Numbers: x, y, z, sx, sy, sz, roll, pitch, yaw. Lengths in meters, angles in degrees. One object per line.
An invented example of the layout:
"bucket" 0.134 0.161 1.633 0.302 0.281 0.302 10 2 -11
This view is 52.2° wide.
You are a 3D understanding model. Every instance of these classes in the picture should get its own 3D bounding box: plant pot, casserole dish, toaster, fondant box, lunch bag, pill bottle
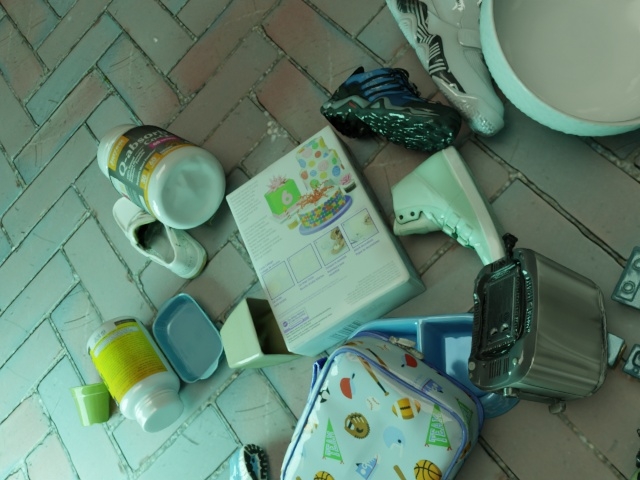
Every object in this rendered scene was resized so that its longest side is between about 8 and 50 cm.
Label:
"plant pot" -0.450 0.323 1.292 0.083 0.083 0.079 -15 80 23
"casserole dish" -0.245 0.186 1.246 0.114 0.037 0.188 -48 59 7
"toaster" 0.293 0.114 0.883 0.129 0.147 0.226 -41 32 54
"fondant box" 0.000 0.000 1.142 0.238 0.096 0.330 -33 63 15
"lunch bag" 0.078 0.284 0.940 0.243 0.115 0.303 30 112 21
"plant pot" -0.112 0.172 1.146 0.096 0.109 0.108 -35 61 28
"pill bottle" -0.325 -0.138 1.300 0.278 0.162 0.162 28 89 42
"pill bottle" -0.344 0.252 1.229 0.117 0.117 0.215 -47 59 7

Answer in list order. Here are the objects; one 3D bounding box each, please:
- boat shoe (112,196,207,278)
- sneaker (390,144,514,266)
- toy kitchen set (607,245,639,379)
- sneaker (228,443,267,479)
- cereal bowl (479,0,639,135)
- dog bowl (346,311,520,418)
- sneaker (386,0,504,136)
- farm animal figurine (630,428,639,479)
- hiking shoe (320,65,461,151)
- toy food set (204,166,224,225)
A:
"boat shoe" -0.346 -0.023 1.326 0.277 0.096 0.098 32 93 32
"sneaker" 0.205 -0.012 1.043 0.151 0.094 0.255 -32 61 19
"toy kitchen set" 0.475 0.118 0.841 0.207 0.122 0.166 25 88 31
"sneaker" -0.120 0.432 1.103 0.073 0.063 0.162 -32 57 35
"cereal bowl" 0.395 -0.310 0.971 0.339 0.141 0.338 0 82 -2
"dog bowl" 0.165 0.190 1.010 0.298 0.074 0.165 -7 72 26
"sneaker" 0.261 -0.356 1.088 0.210 0.137 0.365 -33 59 18
"farm animal figurine" 0.524 0.378 0.708 0.331 0.172 0.326 -5 73 26
"hiking shoe" 0.123 -0.241 1.112 0.304 0.113 0.132 23 80 47
"toy food set" -0.229 -0.094 1.335 0.078 0.019 0.122 17 91 31
